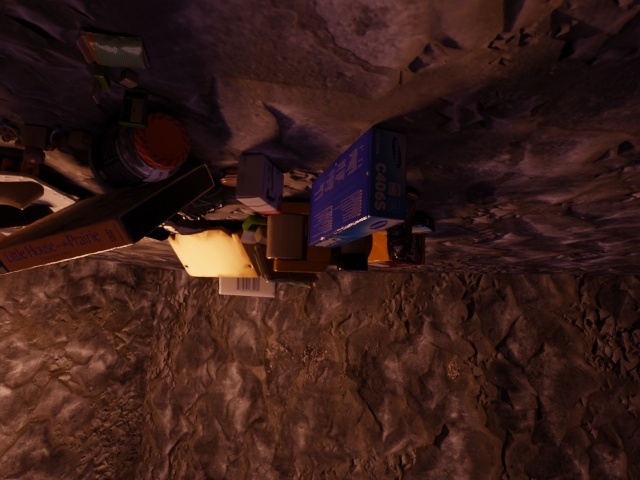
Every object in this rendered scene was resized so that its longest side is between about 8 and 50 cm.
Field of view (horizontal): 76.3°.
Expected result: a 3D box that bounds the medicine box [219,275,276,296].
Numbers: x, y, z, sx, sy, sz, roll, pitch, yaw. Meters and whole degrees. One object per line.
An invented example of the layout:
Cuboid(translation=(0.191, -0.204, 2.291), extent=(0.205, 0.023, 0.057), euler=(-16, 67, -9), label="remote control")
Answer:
Cuboid(translation=(-0.337, 0.144, 1.993), extent=(0.263, 0.149, 0.289), euler=(4, -160, -4), label="medicine box")

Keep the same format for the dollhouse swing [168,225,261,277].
Cuboid(translation=(-0.381, -0.006, 1.746), extent=(0.346, 0.305, 0.315), euler=(-1, 128, 24), label="dollhouse swing")

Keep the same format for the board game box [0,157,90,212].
Cuboid(translation=(-0.883, -0.149, 1.120), extent=(0.389, 0.051, 0.390), euler=(4, 170, -4), label="board game box")

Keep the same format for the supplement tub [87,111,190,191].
Cuboid(translation=(-0.323, -0.157, 0.728), extent=(0.190, 0.117, 0.117), euler=(-5, 167, 42), label="supplement tub")

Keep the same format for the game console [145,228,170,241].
Cuboid(translation=(-0.645, -0.039, 1.346), extent=(0.213, 0.044, 0.361), euler=(16, -175, -5), label="game console")

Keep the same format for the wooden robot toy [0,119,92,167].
Cuboid(translation=(-0.537, -0.176, 0.790), extent=(0.173, 0.079, 0.076), euler=(5, 170, -7), label="wooden robot toy")

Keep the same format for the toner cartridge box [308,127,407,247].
Cuboid(translation=(0.062, -0.089, 0.863), extent=(0.075, 0.165, 0.348), euler=(5, 170, -18), label="toner cartridge box")

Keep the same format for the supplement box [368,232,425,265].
Cuboid(translation=(0.264, 0.030, 1.559), extent=(0.194, 0.129, 0.191), euler=(10, 167, -35), label="supplement box")

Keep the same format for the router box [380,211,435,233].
Cuboid(translation=(0.270, -0.052, 1.337), extent=(0.178, 0.046, 0.133), euler=(-4, 168, 33), label="router box")

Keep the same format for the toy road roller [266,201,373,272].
Cuboid(translation=(0.000, 0.000, 1.279), extent=(0.329, 0.203, 0.240), euler=(2, 175, -5), label="toy road roller")

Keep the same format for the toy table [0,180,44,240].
Cuboid(translation=(-0.745, -0.081, 0.849), extent=(0.160, 0.252, 0.274), euler=(29, 143, -3), label="toy table")

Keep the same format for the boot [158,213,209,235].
Cuboid(translation=(-0.494, -0.066, 1.382), extent=(0.219, 0.082, 0.106), euler=(6, 172, -6), label="boot")

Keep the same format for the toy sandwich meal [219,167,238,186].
Cuboid(translation=(-0.205, -0.151, 0.984), extent=(0.085, 0.029, 0.085), euler=(2, 174, 0), label="toy sandwich meal")

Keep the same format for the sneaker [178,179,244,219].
Cuboid(translation=(-0.306, -0.102, 1.066), extent=(0.267, 0.106, 0.101), euler=(3, 169, -6), label="sneaker")

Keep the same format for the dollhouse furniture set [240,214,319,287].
Cuboid(translation=(-0.154, 0.074, 1.378), extent=(0.197, 0.302, 0.151), euler=(7, 130, -33), label="dollhouse furniture set")

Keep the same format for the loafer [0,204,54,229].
Cuboid(translation=(-0.904, -0.064, 1.223), extent=(0.219, 0.080, 0.078), euler=(4, 169, -5), label="loafer")

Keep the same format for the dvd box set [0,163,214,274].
Cuboid(translation=(-0.482, -0.048, 0.890), extent=(0.419, 0.062, 0.308), euler=(-11, -156, 20), label="dvd box set")

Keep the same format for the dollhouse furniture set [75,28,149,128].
Cuboid(translation=(-0.274, -0.214, 0.558), extent=(0.076, 0.059, 0.151), euler=(5, 170, -13), label="dollhouse furniture set")

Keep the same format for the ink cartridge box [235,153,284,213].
Cuboid(translation=(-0.132, -0.122, 0.911), extent=(0.056, 0.099, 0.135), euler=(0, 170, 15), label="ink cartridge box")

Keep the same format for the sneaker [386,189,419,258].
Cuboid(translation=(0.220, -0.034, 1.120), extent=(0.106, 0.163, 0.281), euler=(0, 170, 18), label="sneaker")
